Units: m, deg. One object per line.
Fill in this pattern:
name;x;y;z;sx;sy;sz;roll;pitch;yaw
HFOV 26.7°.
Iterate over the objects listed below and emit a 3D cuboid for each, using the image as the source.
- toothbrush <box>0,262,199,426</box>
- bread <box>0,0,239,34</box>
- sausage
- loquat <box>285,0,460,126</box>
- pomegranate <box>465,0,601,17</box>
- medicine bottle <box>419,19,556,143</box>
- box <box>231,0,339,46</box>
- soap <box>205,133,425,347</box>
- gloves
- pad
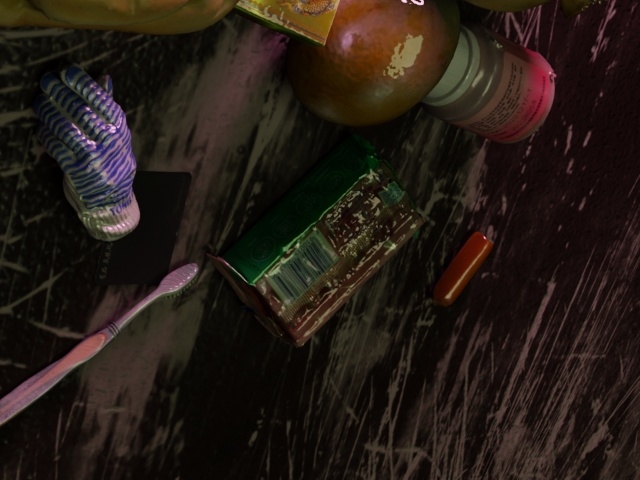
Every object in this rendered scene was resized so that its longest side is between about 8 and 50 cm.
toothbrush;-0.302;0.144;1.705;0.375;0.028;0.037;-37;164;-18
bread;-0.226;-0.311;1.335;0.316;0.270;0.211;-6;105;-33
sausage;0.218;0.047;2.101;0.131;0.041;0.039;-54;159;-1
loquat;0.068;-0.241;1.680;0.227;0.179;0.179;-29;138;11
pomegranate;0.260;-0.423;1.668;0.319;0.319;0.319;-22;128;-31
medicine bottle;0.204;-0.225;1.847;0.247;0.147;0.147;16;104;-45
box;-0.025;-0.396;1.532;0.173;0.043;0.311;20;86;-34
soap;0.002;0.001;1.838;0.273;0.098;0.218;-45;137;-11
gloves;-0.260;-0.102;1.556;0.119;0.097;0.229;-60;142;-43
pad;-0.223;-0.014;1.697;0.112;0.003;0.157;-2;116;-41
